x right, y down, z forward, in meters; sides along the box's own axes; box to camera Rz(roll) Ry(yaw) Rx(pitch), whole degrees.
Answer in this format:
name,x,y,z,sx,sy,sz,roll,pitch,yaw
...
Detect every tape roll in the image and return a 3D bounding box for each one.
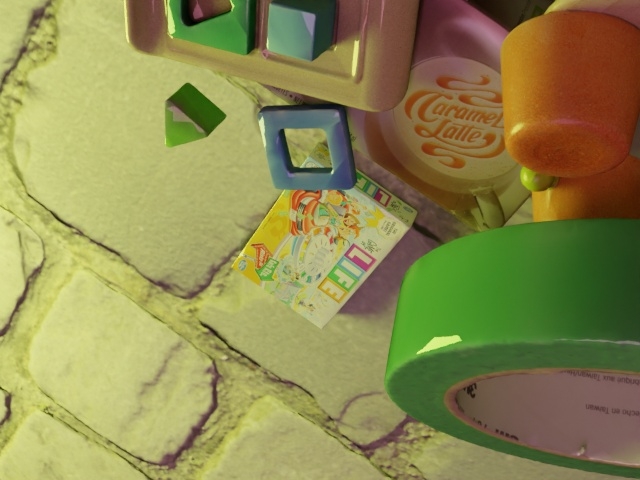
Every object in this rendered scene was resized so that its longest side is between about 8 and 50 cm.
name,x,y,z,sx,sy,sz,roll,pitch,yaw
tape roll,0.206,0.090,0.606,0.322,0.077,0.321,10,157,4

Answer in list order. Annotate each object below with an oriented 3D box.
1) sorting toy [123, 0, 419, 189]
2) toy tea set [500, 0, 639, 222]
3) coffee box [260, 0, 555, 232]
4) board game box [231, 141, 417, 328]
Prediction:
name,x,y,z,sx,sy,sz,roll,pitch,yaw
sorting toy,-0.037,-0.174,0.540,0.196,0.047,0.347,15,126,14
toy tea set,0.215,-0.050,0.543,0.200,0.124,0.336,2,158,23
coffee box,0.063,-0.134,0.621,0.247,0.098,0.141,34,129,-3
board game box,0.000,0.000,0.790,0.103,0.026,0.154,34,130,-3
